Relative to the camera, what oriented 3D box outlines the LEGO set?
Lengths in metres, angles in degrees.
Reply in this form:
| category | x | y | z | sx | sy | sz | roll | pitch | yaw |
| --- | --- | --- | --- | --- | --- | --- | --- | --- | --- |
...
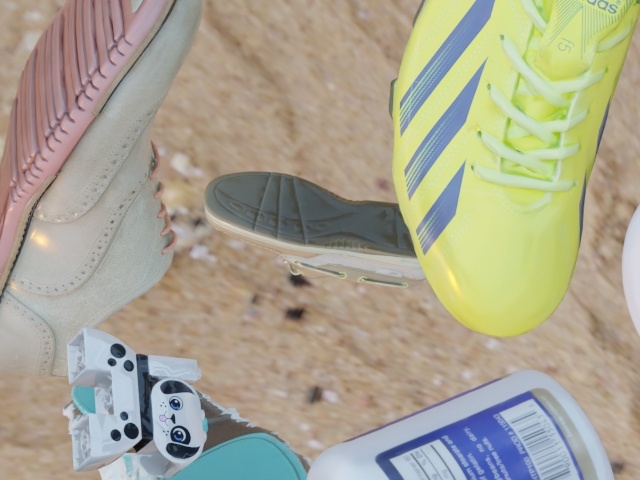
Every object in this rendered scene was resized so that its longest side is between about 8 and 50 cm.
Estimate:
| category | x | y | z | sx | sy | sz | roll | pitch | yaw |
| --- | --- | --- | --- | --- | --- | --- | --- | --- | --- |
| LEGO set | -0.063 | 0.159 | 0.809 | 0.087 | 0.093 | 0.227 | -41 | 49 | 50 |

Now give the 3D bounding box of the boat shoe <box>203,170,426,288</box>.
| category | x | y | z | sx | sy | sz | roll | pitch | yaw |
| --- | --- | --- | --- | --- | --- | --- | --- | --- | --- |
| boat shoe | 0.000 | 0.000 | 1.066 | 0.135 | 0.045 | 0.050 | 14 | 49 | -6 |

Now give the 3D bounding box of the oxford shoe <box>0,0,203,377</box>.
| category | x | y | z | sx | sy | sz | roll | pitch | yaw |
| --- | --- | --- | --- | --- | --- | --- | --- | --- | --- |
| oxford shoe | -0.161 | -0.048 | 1.436 | 0.397 | 0.146 | 0.140 | -54 | 27 | 38 |

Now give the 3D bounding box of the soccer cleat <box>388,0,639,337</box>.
| category | x | y | z | sx | sy | sz | roll | pitch | yaw |
| --- | --- | --- | --- | --- | --- | --- | --- | --- | --- |
| soccer cleat | 0.096 | -0.092 | 0.841 | 0.093 | 0.121 | 0.289 | 2 | 103 | -24 |

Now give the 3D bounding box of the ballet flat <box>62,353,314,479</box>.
| category | x | y | z | sx | sy | sz | roll | pitch | yaw |
| --- | --- | --- | --- | --- | --- | --- | --- | --- | --- |
| ballet flat | -0.092 | 0.217 | 1.669 | 0.147 | 0.147 | 0.409 | -55 | 31 | 1 |

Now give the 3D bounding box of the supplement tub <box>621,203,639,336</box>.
| category | x | y | z | sx | sy | sz | roll | pitch | yaw |
| --- | --- | --- | --- | --- | --- | --- | --- | --- | --- |
| supplement tub | 0.407 | -0.010 | 1.565 | 0.228 | 0.316 | 0.228 | 19 | 123 | 32 |

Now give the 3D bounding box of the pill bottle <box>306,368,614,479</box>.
| category | x | y | z | sx | sy | sz | roll | pitch | yaw |
| --- | --- | --- | --- | --- | --- | --- | --- | --- | --- |
| pill bottle | 0.054 | 0.150 | 1.058 | 0.186 | 0.112 | 0.112 | -20 | 74 | -21 |
